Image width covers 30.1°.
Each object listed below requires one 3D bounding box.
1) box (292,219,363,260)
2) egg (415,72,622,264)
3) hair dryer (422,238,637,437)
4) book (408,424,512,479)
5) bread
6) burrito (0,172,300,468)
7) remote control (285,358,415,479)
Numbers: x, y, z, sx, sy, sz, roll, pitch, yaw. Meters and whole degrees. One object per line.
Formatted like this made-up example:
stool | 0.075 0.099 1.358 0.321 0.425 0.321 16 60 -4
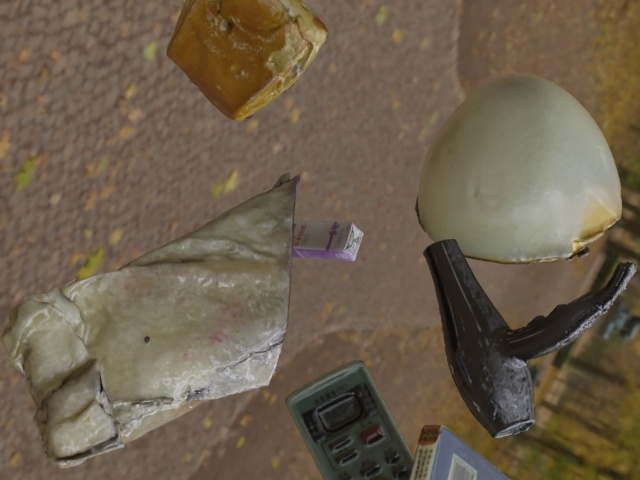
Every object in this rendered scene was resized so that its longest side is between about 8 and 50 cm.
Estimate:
box | 0.000 0.000 1.723 0.036 0.117 0.050 47 53 -48
egg | 0.247 -0.101 1.509 0.286 0.264 0.174 -74 160 -50
hair dryer | 0.195 0.057 1.077 0.075 0.195 0.219 0 153 -45
book | 0.148 0.463 1.368 0.300 0.039 0.428 43 55 -45
bread | -0.123 -0.302 1.787 0.235 0.210 0.099 -44 178 42
burrito | -0.124 0.077 1.100 0.348 0.175 0.107 -28 174 -28
remote control | 0.066 0.301 1.530 0.123 0.285 0.038 -26 164 0
